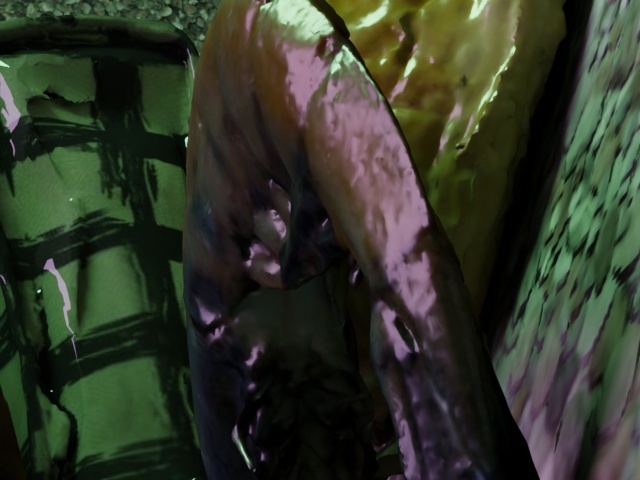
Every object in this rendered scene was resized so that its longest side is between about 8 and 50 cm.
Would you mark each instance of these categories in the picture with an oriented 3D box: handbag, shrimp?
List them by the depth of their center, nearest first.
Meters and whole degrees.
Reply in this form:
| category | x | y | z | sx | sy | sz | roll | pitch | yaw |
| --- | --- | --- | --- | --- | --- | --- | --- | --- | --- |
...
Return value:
| category | x | y | z | sx | sy | sz | roll | pitch | yaw |
| --- | --- | --- | --- | --- | --- | --- | --- | --- | --- |
| shrimp | 0.006 | 0.068 | 0.423 | 0.198 | 0.051 | 0.262 | -122 | 27 | -58 |
| handbag | -0.119 | 0.105 | 0.856 | 0.325 | 0.162 | 0.327 | 108 | 155 | -53 |

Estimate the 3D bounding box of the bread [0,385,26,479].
| category | x | y | z | sx | sy | sz | roll | pitch | yaw |
| --- | --- | --- | --- | --- | --- | --- | --- | --- | --- |
| bread | -0.228 | 0.105 | 0.738 | 0.253 | 0.142 | 0.227 | -3 | 107 | 64 |

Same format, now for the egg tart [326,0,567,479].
| category | x | y | z | sx | sy | sz | roll | pitch | yaw |
| --- | --- | --- | --- | --- | --- | --- | --- | --- | --- |
| egg tart | 0.017 | -0.034 | 0.571 | 0.252 | 0.098 | 0.232 | -86 | 9 | -55 |
